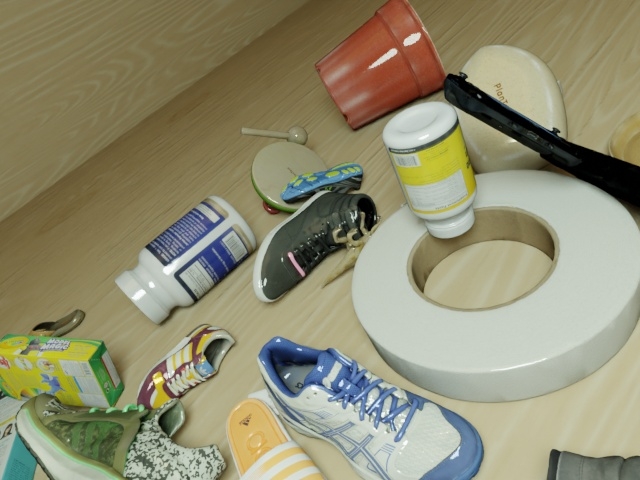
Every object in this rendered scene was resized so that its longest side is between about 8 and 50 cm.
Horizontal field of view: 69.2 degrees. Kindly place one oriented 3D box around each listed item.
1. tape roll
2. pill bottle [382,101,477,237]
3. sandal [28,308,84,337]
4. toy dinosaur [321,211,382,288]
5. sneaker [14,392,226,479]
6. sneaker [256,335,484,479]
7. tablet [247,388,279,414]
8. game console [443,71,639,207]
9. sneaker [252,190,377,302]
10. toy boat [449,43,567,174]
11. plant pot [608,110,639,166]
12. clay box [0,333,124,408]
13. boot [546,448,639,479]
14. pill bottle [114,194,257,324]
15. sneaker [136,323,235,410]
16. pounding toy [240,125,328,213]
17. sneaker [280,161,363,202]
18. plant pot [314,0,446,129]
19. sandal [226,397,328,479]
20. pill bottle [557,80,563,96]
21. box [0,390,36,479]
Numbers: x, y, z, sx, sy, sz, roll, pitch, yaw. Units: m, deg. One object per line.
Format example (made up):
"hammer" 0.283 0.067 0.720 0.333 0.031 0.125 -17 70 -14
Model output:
"tape roll" 0.233 0.040 0.669 0.392 0.072 0.392 -20 35 15
"pill bottle" 0.164 -0.095 0.665 0.103 0.184 0.103 -19 35 14
"sandal" -0.649 0.216 1.096 0.180 0.049 0.072 -36 35 -11
"toy dinosaur" 0.064 0.014 0.807 0.183 0.092 0.053 -38 30 -6
"sneaker" -0.284 0.302 0.673 0.410 0.158 0.182 12 37 39
"sneaker" 0.037 0.199 0.552 0.296 0.131 0.112 6 45 36
"tablet" -0.072 0.238 0.691 0.083 0.006 0.054 -22 34 9
"game console" 0.323 -0.121 0.610 0.044 0.361 0.213 -63 20 18
"sneaker" 0.000 -0.001 0.856 0.147 0.104 0.295 -1 39 42
"toy boat" 0.288 -0.221 0.890 0.318 0.148 0.267 -15 71 27
"plant pot" 0.575 -0.149 0.702 0.236 0.032 0.236 -20 35 15
"clay box" -0.479 0.231 0.826 0.222 0.127 0.053 2 33 11
"boot" 0.295 0.285 0.293 0.223 0.118 0.338 -21 24 18
"pill bottle" -0.275 0.040 0.962 0.265 0.153 0.153 -42 36 -19
"sneaker" -0.223 0.217 0.771 0.084 0.069 0.185 3 46 46
"pounding toy" -0.088 -0.150 1.101 0.183 0.110 0.237 -10 67 -23
"sneaker" 0.007 -0.111 1.006 0.188 0.078 0.067 -17 37 -12
"plant pot" 0.146 -0.444 1.210 0.265 0.272 0.272 -30 33 13
"sandal" -0.068 0.279 0.568 0.102 0.076 0.265 -40 38 -13
"pill bottle" 0.399 -0.277 0.944 0.160 0.087 0.087 2 45 37
"box" -0.560 0.362 0.834 0.100 0.060 0.244 -28 34 0
